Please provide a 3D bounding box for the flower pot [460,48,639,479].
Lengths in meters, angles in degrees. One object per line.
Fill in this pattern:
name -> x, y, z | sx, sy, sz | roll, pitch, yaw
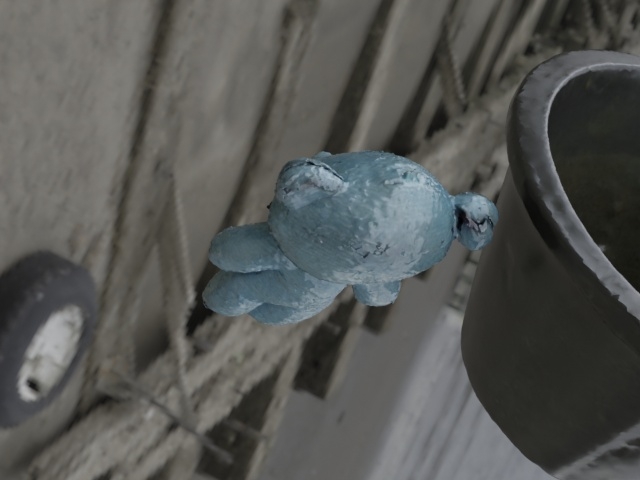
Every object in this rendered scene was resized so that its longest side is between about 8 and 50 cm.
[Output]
flower pot -> 0.187, 0.040, 0.756 | 0.269, 0.269, 0.166 | -45, 168, -51

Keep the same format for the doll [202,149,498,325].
doll -> 0.000, -0.005, 0.700 | 0.180, 0.120, 0.075 | -24, -118, 58
